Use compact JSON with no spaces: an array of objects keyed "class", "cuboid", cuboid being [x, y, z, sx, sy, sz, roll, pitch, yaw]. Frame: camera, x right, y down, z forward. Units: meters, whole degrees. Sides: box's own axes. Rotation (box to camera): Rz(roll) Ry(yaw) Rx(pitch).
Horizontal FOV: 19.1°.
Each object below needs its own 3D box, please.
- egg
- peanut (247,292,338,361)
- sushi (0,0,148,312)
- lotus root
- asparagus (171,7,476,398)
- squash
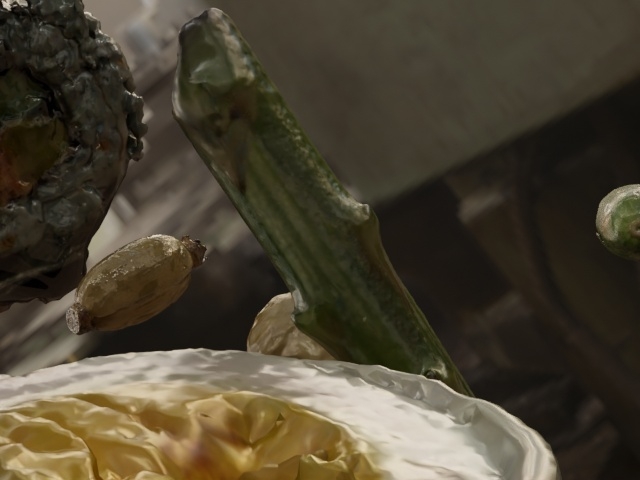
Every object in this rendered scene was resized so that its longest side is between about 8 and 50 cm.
[{"class":"egg","cuboid":[-0.050,0.260,1.032,0.354,0.340,0.354,3,14,-1]},{"class":"peanut","cuboid":[0.041,0.134,1.528,0.120,0.236,0.110,-50,-5,18]},{"class":"sushi","cuboid":[-0.393,-0.119,2.122,0.417,0.417,0.176,-41,28,-9]},{"class":"lotus root","cuboid":[-0.157,0.033,1.647,0.150,0.062,0.073,-30,-34,-31]},{"class":"asparagus","cuboid":[-0.001,0.000,1.295,0.085,0.343,0.082,-35,-1,27]},{"class":"squash","cuboid":[0.283,-0.016,1.712,0.069,0.069,0.239,-38,-3,6]}]
